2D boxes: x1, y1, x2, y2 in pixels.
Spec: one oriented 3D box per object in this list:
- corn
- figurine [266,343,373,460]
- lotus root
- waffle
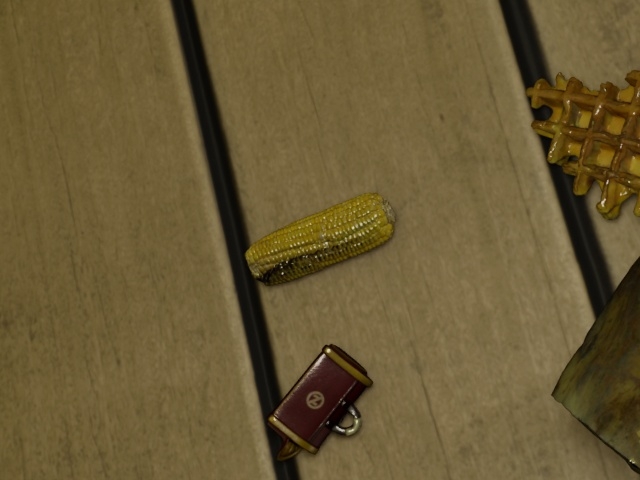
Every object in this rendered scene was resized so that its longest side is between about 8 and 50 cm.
[{"bbox_3d":[0.000,0.000,1.979,0.203,0.072,0.072,-21,68,14],"label":"corn"},{"bbox_3d":[0.001,0.211,1.918,0.098,0.082,0.154,37,89,6],"label":"figurine"},{"bbox_3d":[0.428,0.112,1.693,0.250,0.250,0.346,32,88,25],"label":"lotus root"},{"bbox_3d":[0.404,-0.162,1.863,0.293,0.069,0.259,-39,60,19],"label":"waffle"}]
